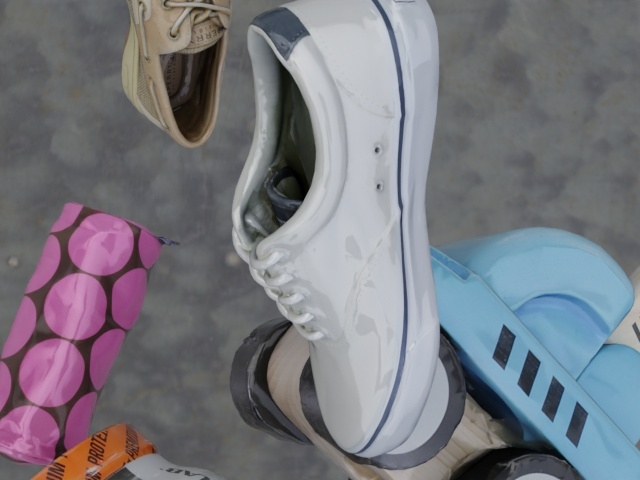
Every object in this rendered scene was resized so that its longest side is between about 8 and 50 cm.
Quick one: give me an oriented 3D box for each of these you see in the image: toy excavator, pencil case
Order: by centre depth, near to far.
[{"bbox_3d":[-0.193,0.079,0.842,0.095,0.209,0.098,14,161,19],"label":"pencil case"},{"bbox_3d":[0.220,0.092,0.888,0.433,0.222,0.445,46,72,-12],"label":"toy excavator"}]

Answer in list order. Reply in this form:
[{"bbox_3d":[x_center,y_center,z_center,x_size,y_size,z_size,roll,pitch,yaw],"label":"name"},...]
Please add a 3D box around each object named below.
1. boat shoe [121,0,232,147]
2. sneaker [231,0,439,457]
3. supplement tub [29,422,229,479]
[{"bbox_3d":[-0.134,-0.239,1.077,0.122,0.110,0.341,-27,150,-25],"label":"boat shoe"},{"bbox_3d":[0.000,0.000,0.531,0.091,0.094,0.258,-14,116,-26],"label":"sneaker"},{"bbox_3d":[-0.063,0.286,0.643,0.338,0.207,0.207,44,111,11],"label":"supplement tub"}]
